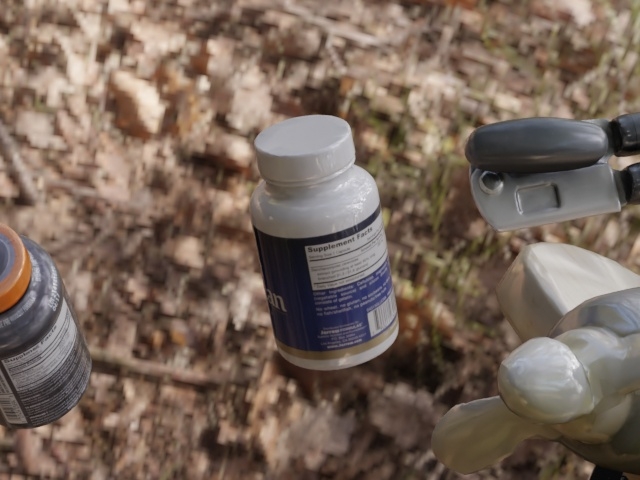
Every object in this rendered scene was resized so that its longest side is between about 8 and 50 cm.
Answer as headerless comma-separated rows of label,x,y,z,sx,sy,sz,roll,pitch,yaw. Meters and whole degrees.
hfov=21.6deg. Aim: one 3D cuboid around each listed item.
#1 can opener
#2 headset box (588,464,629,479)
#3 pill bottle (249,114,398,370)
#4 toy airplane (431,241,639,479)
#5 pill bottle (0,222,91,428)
can opener,0.245,-0.063,1.240,0.280,0.093,0.074,-9,82,-7
headset box,0.210,0.202,0.735,0.110,0.293,0.218,10,65,42
pill bottle,0.000,0.000,1.212,0.094,0.169,0.094,-8,26,4
toy airplane,0.196,0.164,0.471,0.386,0.272,0.384,17,42,10
pill bottle,-0.300,0.076,1.599,0.130,0.245,0.130,-1,60,2
